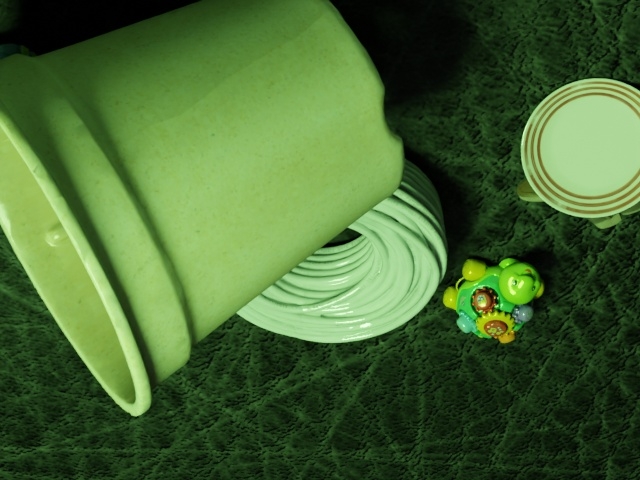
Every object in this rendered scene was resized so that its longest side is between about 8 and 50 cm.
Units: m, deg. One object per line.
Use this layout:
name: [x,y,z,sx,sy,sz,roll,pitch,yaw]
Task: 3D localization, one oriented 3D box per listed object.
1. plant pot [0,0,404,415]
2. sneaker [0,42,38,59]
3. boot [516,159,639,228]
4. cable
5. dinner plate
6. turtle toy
plant pot: [-0.111,-0.069,1.472,0.305,0.334,0.334,-30,141,-17]
sneaker: [-0.282,-0.120,1.642,0.078,0.067,0.188,6,145,28]
boot: [0.267,-0.042,1.716,0.118,0.042,0.087,-16,139,21]
cable: [0.000,0.000,1.739,0.257,0.089,0.257,8,139,-8]
dinner plate: [0.264,-0.090,1.650,0.141,0.017,0.141,0,112,1]
turtle toy: [0.191,0.062,1.816,0.095,0.066,0.130,15,137,-15]
